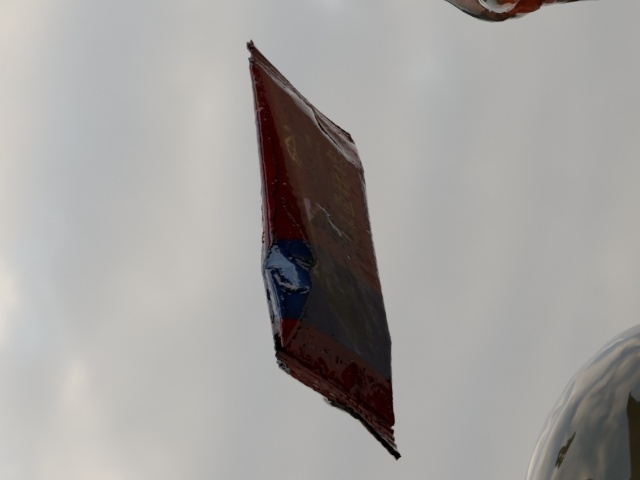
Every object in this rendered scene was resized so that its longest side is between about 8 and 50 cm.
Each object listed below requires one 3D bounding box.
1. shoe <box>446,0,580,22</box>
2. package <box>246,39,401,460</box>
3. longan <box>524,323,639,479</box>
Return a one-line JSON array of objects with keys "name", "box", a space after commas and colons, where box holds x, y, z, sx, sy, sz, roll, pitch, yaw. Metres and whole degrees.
[{"name": "shoe", "box": [0.041, -0.144, 0.750, 0.171, 0.336, 0.132, -78, -11, -61]}, {"name": "package", "box": [0.000, 0.000, 0.841, 0.083, 0.022, 0.200, 37, -148, -39]}, {"name": "longan", "box": [0.238, 0.167, 0.909, 0.297, 0.297, 0.297, -28, -58, -57]}]
